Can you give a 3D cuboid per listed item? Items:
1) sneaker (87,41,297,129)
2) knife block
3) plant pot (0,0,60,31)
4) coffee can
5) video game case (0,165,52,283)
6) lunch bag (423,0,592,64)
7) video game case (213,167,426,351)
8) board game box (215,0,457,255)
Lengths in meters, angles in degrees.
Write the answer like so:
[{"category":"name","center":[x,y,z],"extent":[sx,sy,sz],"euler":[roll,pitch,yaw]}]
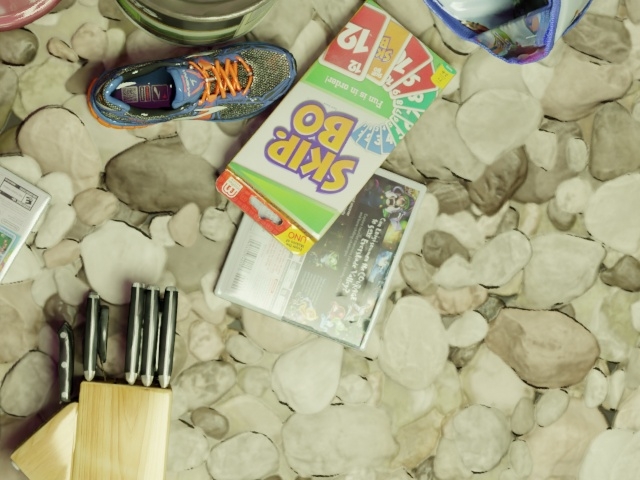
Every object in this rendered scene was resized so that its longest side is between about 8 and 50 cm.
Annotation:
[{"category":"sneaker","center":[-0.131,-0.157,1.882],"extent":[0.221,0.087,0.083],"euler":[-14,93,-5]},{"category":"knife block","center":[-0.186,0.190,1.880],"extent":[0.242,0.088,0.275],"euler":[-40,94,-3]},{"category":"plant pot","center":[-0.337,-0.314,1.813],"extent":[0.201,0.180,0.201],"euler":[0,91,-5]},{"category":"coffee can","center":[-0.118,-0.301,1.787],"extent":[0.202,0.275,0.201],"euler":[0,91,-5]},{"category":"video game case","center":[-0.383,-0.025,1.894],"extent":[0.157,0.019,0.143],"euler":[31,88,-6]},{"category":"lunch bag","center":[0.183,-0.404,1.774],"extent":[0.385,0.239,0.328],"euler":[59,43,-18]},{"category":"video game case","center":[0.000,0.000,1.931],"extent":[0.173,0.022,0.190],"euler":[21,88,-5]},{"category":"board game box","center":[0.015,-0.118,1.908],"extent":[0.124,0.039,0.259],"euler":[40,82,-2]}]
